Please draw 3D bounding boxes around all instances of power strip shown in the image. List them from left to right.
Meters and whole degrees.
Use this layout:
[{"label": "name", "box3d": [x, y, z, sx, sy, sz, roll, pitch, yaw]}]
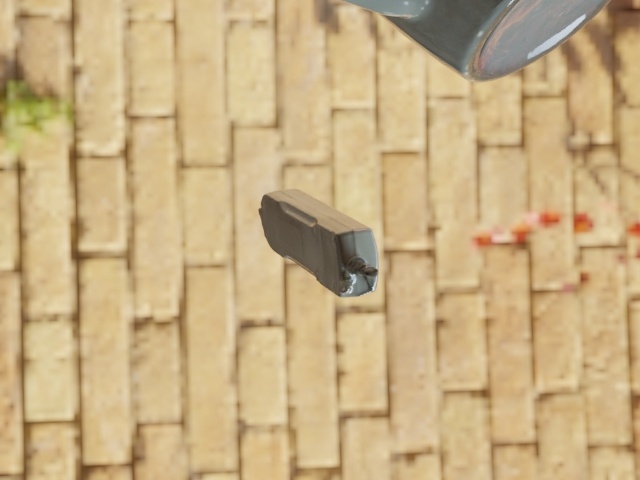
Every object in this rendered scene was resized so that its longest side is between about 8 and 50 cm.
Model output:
[{"label": "power strip", "box3d": [0.000, 0.000, 1.262, 0.191, 0.030, 0.047, -149, -129, -64]}]

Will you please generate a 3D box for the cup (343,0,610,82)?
[{"label": "cup", "box3d": [0.036, -0.203, 1.033, 0.234, 0.258, 0.186, 55, -28, 17]}]
